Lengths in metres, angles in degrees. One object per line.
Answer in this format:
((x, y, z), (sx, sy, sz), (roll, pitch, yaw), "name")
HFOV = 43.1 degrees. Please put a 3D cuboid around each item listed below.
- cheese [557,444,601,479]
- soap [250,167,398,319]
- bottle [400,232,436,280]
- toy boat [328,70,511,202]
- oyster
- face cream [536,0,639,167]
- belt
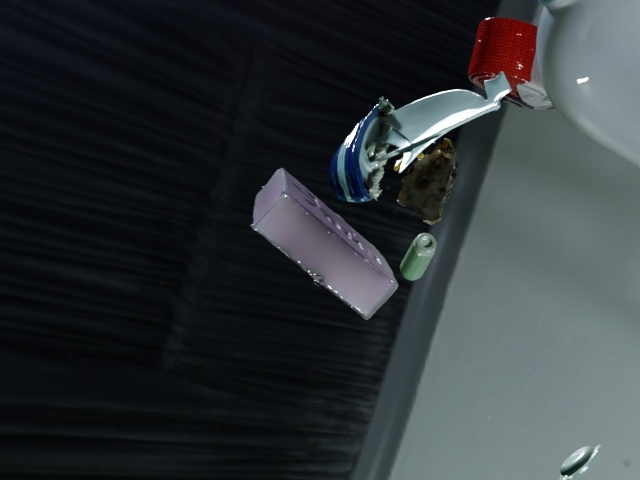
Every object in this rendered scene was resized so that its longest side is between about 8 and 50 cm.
((0.373, 0.343, 1.203), (0.026, 0.121, 0.067), (49, 157, 10), "cheese")
((0.000, 0.000, 1.628), (0.107, 0.296, 0.285), (-48, 14, 7), "soap")
((0.119, 0.020, 0.981), (0.083, 0.030, 0.030), (105, 161, -64), "bottle")
((0.139, -0.165, 1.165), (0.291, 0.067, 0.220), (-28, 32, 34), "toy boat")
((0.202, -0.108, 1.432), (0.103, 0.051, 0.148), (32, 98, 31), "oyster")
((0.213, -0.116, 0.451), (0.163, 0.337, 0.080), (-56, 15, 27), "face cream")
((0.345, -0.292, 1.395), (0.128, 0.201, 0.124), (12, 87, 55), "belt")
